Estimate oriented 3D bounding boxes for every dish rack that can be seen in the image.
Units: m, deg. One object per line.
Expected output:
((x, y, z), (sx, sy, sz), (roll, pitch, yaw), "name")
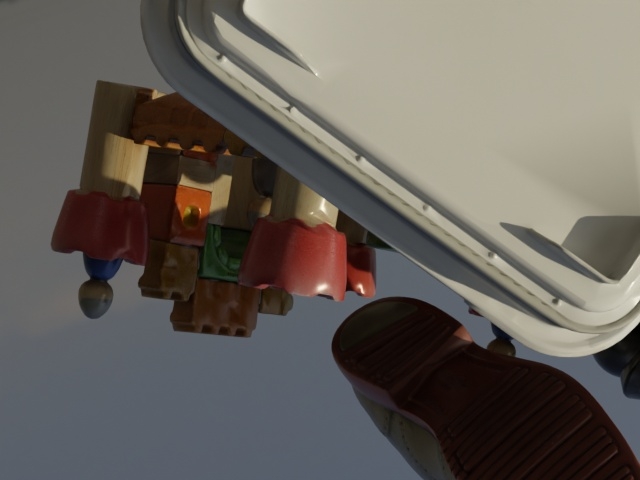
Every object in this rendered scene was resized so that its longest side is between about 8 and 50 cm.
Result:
((0.104, -0.124, 0.783), (0.285, 0.333, 0.072), (-55, -170, -2), "dish rack")

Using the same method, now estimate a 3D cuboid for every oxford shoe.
((0.146, 0.167, 1.195), (0.123, 0.130, 0.348), (-34, -141, -13), "oxford shoe")

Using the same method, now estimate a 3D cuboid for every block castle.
((0.000, 0.000, 1.373), (0.303, 0.213, 0.453), (9, 179, 35), "block castle")

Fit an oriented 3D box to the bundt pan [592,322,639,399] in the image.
((0.353, 0.072, 1.509), (0.124, 0.331, 0.331), (-36, -161, -14), "bundt pan")
